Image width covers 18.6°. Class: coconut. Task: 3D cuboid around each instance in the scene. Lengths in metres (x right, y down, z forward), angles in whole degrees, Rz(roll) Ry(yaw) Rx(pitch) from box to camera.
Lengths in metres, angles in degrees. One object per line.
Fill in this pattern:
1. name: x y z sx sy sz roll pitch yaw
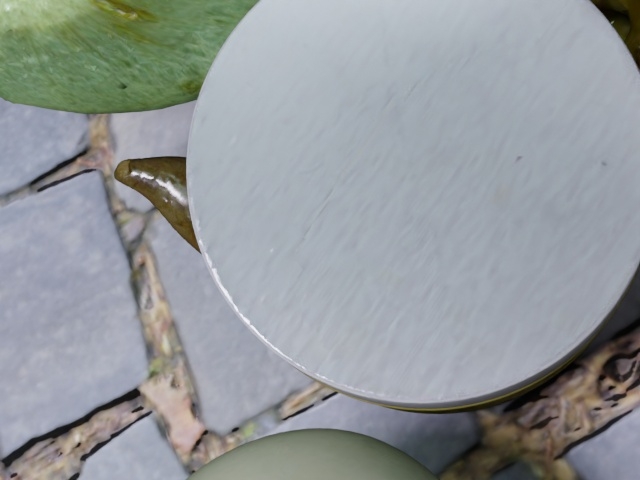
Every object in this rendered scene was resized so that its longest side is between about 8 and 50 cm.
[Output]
1. coconut: -0.098 -0.212 1.107 0.281 0.328 0.328 45 87 3

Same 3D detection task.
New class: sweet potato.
1. sweet potato: 0.001 0.002 1.096 0.249 0.059 0.069 11 81 17

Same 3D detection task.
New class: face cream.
1. face cream: 0.054 -0.024 0.972 0.218 0.179 0.218 -1 83 6

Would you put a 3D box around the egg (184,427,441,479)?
1. egg: -0.006 0.221 0.898 0.219 0.219 0.269 7 84 25

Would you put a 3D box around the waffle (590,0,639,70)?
1. waffle: 0.203 -0.215 1.105 0.302 0.068 0.325 -13 61 16
